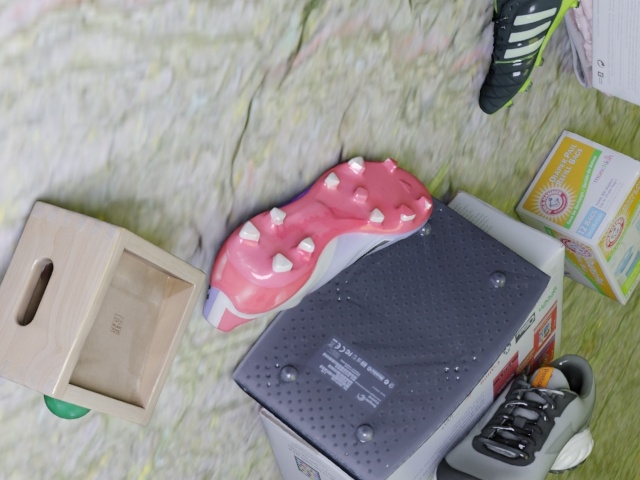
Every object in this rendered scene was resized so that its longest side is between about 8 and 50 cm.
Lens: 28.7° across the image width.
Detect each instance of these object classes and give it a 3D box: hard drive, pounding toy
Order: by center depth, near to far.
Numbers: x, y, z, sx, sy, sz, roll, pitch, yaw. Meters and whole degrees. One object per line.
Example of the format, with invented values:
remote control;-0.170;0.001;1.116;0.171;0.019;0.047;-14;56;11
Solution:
pounding toy;-0.168;0.056;0.803;0.130;0.100;0.141;36;73;-60
hard drive;0.064;0.083;1.090;0.254;0.172;0.054;-46;160;-24

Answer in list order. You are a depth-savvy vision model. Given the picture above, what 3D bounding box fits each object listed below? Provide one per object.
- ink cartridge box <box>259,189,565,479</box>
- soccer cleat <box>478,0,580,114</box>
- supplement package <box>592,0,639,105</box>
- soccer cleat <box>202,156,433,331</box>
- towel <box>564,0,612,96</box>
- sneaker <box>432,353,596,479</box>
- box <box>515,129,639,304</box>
ink cartridge box;0.105;0.158;1.245;0.309;0.130;0.272;-46;149;-24
soccer cleat;0.181;-0.197;1.146;0.060;0.072;0.179;-87;-158;-55
supplement package;0.393;-0.188;1.165;0.139;0.244;0.134;-42;142;-27
soccer cleat;0.000;0.000;1.023;0.248;0.083;0.095;-27;160;-48
towel;0.328;-0.350;1.230;0.317;0.053;0.332;-52;146;-13
sneaker;0.185;0.180;1.172;0.271;0.100;0.108;-24;128;-57
box;0.316;-0.023;1.440;0.114;0.103;0.203;-57;150;-8
